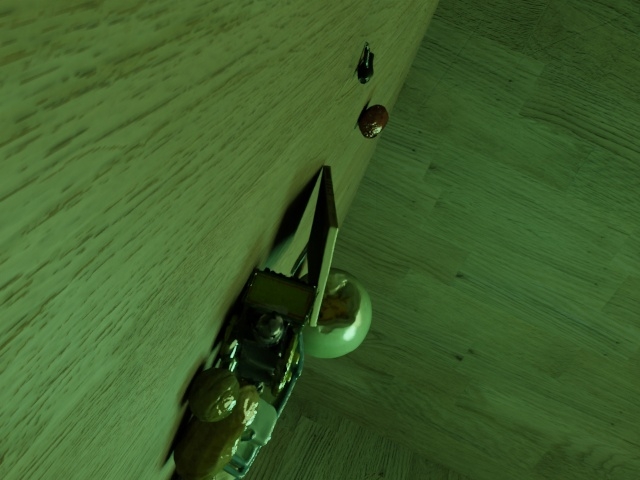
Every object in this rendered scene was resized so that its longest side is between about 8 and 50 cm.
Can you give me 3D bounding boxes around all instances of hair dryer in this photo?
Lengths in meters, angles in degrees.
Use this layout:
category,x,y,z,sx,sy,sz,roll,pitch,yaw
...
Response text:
category,x,y,z,sx,sy,sz,roll,pitch,yaw
hair dryer,0.089,-0.344,1.227,0.083,0.031,0.079,95,8,-57

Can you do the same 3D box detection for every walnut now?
category,x,y,z,sx,sy,sz,roll,pitch,yaw
walnut,-0.168,0.245,1.043,0.092,0.092,0.092,25,90,-86

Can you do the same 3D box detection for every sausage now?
category,x,y,z,sx,sy,sz,roll,pitch,yaw
sausage,0.143,-0.321,1.761,0.076,0.076,0.141,-67,174,31

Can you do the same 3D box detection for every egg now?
category,x,y,z,sx,sy,sz,roll,pitch,yaw
egg,0.020,0.238,2.087,0.336,0.278,0.278,97,18,-66

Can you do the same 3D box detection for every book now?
category,x,y,z,sx,sy,sz,roll,pitch,yaw
book,0.000,0.000,1.333,0.310,0.021,0.217,-93,-167,-63

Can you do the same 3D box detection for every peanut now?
category,x,y,z,sx,sy,sz,roll,pitch,yaw
peanut,-0.180,0.330,1.144,0.108,0.095,0.226,-2,129,-53

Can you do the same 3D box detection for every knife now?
category,x,y,z,sx,sy,sz,roll,pitch,yaw
knife,-0.046,0.037,1.901,0.028,0.015,0.210,-60,179,33

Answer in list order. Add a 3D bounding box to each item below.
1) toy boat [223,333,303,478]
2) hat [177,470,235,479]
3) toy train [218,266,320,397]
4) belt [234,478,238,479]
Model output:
category,x,y,z,sx,sy,sz,roll,pitch,yaw
toy boat,-0.123,0.297,1.314,0.133,0.145,0.332,-25,-148,51
hat,-0.247,0.457,1.408,0.219,0.164,0.226,50,25,-82
toy train,-0.097,0.166,1.166,0.261,0.134,0.177,110,-2,-62
belt,-0.255,0.569,1.621,0.218,0.122,0.128,108,5,-54
